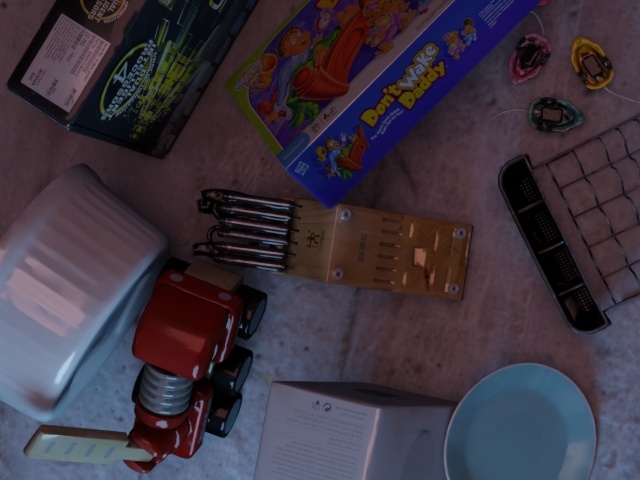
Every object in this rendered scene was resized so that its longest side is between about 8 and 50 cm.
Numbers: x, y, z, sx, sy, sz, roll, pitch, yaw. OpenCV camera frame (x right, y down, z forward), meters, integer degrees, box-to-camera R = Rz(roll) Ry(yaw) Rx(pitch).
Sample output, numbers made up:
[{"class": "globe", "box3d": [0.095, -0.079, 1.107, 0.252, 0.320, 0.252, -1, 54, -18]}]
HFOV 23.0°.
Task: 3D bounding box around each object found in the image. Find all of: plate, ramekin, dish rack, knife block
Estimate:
[{"class": "plate", "box3d": [0.215, 0.224, 1.716, 0.188, 0.024, 0.188, -2, 95, -22]}, {"class": "ramekin", "box3d": [-0.284, 0.065, 1.729, 0.135, 0.277, 0.277, 34, 95, 2]}, {"class": "dish rack", "box3d": [0.353, -0.042, 1.706, 0.271, 0.074, 0.208, -26, 84, 9]}, {"class": "knife block", "box3d": [0.000, 0.000, 1.778, 0.275, 0.242, 0.088, 8, 91, -34]}]

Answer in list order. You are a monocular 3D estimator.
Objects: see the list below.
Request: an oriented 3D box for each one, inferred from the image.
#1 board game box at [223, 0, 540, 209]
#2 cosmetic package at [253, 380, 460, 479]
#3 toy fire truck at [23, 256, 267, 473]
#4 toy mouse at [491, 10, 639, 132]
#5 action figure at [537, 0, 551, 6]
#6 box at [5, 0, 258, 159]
[{"class": "board game box", "box3d": [0.071, -0.225, 1.690, 0.347, 0.233, 0.078, -45, 124, 6]}, {"class": "cosmetic package", "box3d": [0.036, 0.271, 1.667, 0.138, 0.224, 0.225, 10, 89, 30]}, {"class": "toy fire truck", "box3d": [-0.187, 0.154, 1.692, 0.158, 0.246, 0.217, 21, 120, 10]}, {"class": "toy mouse", "box3d": [0.252, -0.173, 1.750, 0.143, 0.031, 0.161, -35, 82, 7]}, {"class": "action figure", "box3d": [0.288, -0.391, 1.717, 0.139, 0.091, 0.280, 10, 90, 23]}, {"class": "box", "box3d": [-0.151, -0.288, 1.685, 0.097, 0.318, 0.395, 32, 93, 9]}]
